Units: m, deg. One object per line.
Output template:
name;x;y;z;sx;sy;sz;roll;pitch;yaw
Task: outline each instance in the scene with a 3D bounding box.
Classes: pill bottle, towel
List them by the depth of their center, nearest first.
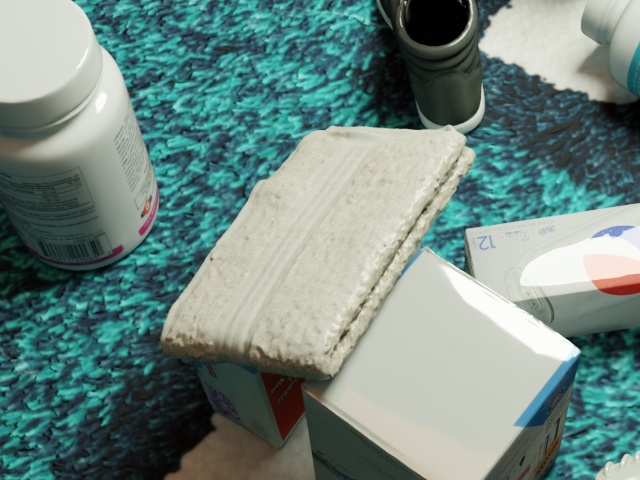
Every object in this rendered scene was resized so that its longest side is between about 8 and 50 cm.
towel;0.000;0.000;1.220;0.187;0.049;0.282;4;48;40
pill bottle;-0.262;-0.106;1.401;0.160;0.283;0.160;-2;58;4
pill bottle;0.405;-0.192;1.471;0.264;0.146;0.146;36;68;24

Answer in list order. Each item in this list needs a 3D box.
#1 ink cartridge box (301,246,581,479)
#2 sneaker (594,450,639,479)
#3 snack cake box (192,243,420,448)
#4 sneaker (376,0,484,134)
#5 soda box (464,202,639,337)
ink cartridge box;0.105;0.162;1.232;0.168;0.232;0.171;33;67;21
sneaker;0.291;0.225;1.255;0.091;0.094;0.258;37;69;19
snack cake box;-0.010;0.049;1.360;0.089;0.152;0.264;27;64;22
sneaker;0.119;-0.272;1.548;0.105;0.147;0.295;-12;57;0
soda box;0.287;0.028;1.376;0.286;0.098;0.091;-8;58;0
